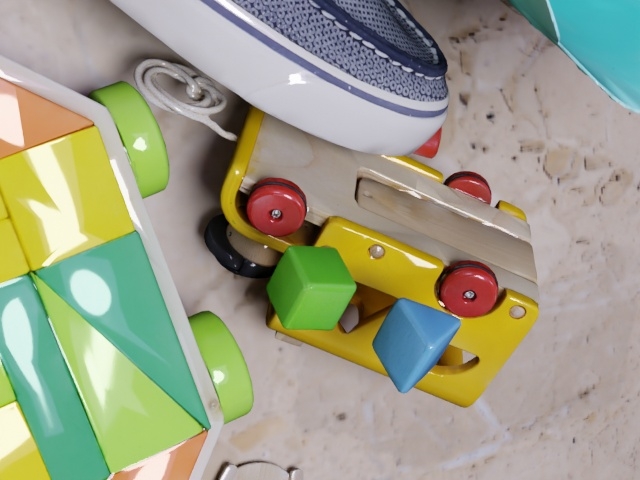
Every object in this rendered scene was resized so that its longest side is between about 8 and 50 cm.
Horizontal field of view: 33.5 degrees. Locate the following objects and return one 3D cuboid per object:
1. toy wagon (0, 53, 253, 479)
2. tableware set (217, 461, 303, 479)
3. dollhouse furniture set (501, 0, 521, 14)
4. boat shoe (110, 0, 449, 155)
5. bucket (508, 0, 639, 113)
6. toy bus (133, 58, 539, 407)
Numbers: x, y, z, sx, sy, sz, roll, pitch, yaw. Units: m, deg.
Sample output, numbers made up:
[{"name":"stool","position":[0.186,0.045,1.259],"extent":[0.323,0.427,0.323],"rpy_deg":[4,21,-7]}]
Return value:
[{"name":"toy wagon","position":[-0.185,0.017,0.451],"extent":[0.267,0.068,0.345],"rpy_deg":[-24,104,-22]},{"name":"tableware set","position":[-0.084,0.177,0.564],"extent":[0.168,0.020,0.141],"rpy_deg":[19,86,-29]},{"name":"dollhouse furniture set","position":[0.142,-0.242,0.582],"extent":[0.129,0.129,0.184],"rpy_deg":[28,82,-29]},{"name":"boat shoe","position":[-0.036,-0.176,0.457],"extent":[0.340,0.127,0.158],"rpy_deg":[30,118,-28]},{"name":"bucket","position":[0.154,-0.204,0.430],"extent":[0.281,0.183,0.281],"rpy_deg":[-12,125,-17]},{"name":"toy bus","position":[0.010,0.008,0.546],"extent":[0.191,0.202,0.104],"rpy_deg":[-8,137,-44]}]
